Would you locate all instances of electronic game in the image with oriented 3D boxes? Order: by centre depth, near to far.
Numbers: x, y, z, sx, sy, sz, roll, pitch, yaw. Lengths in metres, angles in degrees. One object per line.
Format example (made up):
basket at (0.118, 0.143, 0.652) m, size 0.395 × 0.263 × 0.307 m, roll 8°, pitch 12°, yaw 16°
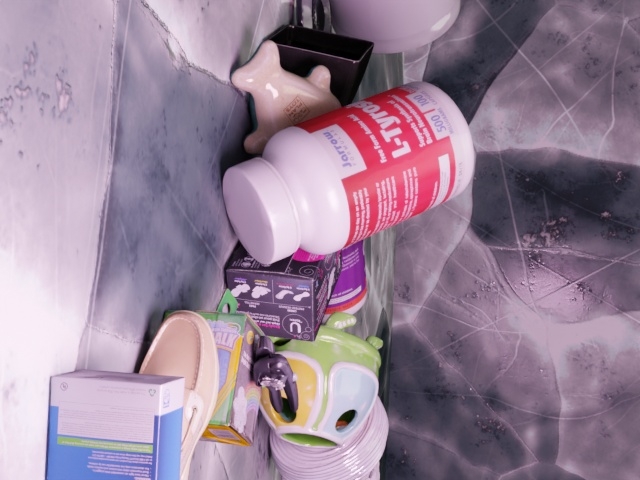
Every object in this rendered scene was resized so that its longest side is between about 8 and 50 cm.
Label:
electronic game at (-0.017, -0.500, 1.984) m, size 0.229 × 0.048 × 0.229 m, roll 1°, pitch 90°, yaw -76°

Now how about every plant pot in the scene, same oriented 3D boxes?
plant pot at (-0.009, -0.320, 1.790) m, size 0.187 × 0.188 × 0.167 m, roll -62°, pitch 163°, yaw -63°

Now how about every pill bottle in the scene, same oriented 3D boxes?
pill bottle at (0.047, -0.114, 1.546) m, size 0.407 × 0.229 × 0.229 m, roll -24°, pitch 127°, yaw -26°
pill bottle at (0.000, 0.000, 1.853) m, size 0.181 × 0.181 × 0.323 m, roll -69°, pitch 158°, yaw -55°

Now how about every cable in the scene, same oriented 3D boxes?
cable at (0.014, 0.397, 1.843) m, size 0.089 × 0.257 × 0.257 m, roll 66°, pitch 34°, yaw -37°

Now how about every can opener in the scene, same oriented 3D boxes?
can opener at (-0.058, 0.212, 1.323) m, size 0.186 × 0.059 × 0.073 m, roll 74°, pitch 22°, yaw -52°

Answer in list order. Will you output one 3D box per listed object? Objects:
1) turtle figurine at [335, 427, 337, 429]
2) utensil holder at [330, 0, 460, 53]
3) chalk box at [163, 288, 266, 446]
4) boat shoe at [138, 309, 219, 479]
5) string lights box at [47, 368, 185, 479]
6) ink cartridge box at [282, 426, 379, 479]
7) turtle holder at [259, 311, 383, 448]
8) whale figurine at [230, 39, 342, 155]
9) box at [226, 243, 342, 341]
turtle figurine at (0.004, 0.529, 2.182) m, size 0.269 × 0.087 × 0.217 m, roll -1°, pitch 98°, yaw -64°
utensil holder at (0.153, -0.695, 2.093) m, size 0.385 × 0.327 × 0.328 m, roll 73°, pitch 23°, yaw -49°
chalk box at (-0.160, 0.179, 1.308) m, size 0.132 × 0.132 × 0.213 m, roll 65°, pitch 29°, yaw -61°
boat shoe at (-0.209, 0.232, 1.163) m, size 0.098 × 0.109 × 0.302 m, roll 62°, pitch 38°, yaw -68°
string lights box at (-0.232, 0.282, 0.998) m, size 0.077 × 0.133 × 0.260 m, roll 7°, pitch 86°, yaw -78°
ink cartridge box at (0.029, 0.564, 2.064) m, size 0.237 × 0.100 × 0.172 m, roll -32°, pitch 128°, yaw -42°
turtle holder at (-0.015, 0.263, 1.696) m, size 0.320 × 0.243 × 0.227 m, roll 67°, pitch 29°, yaw -63°
whale figurine at (-0.075, -0.249, 1.632) m, size 0.216 × 0.141 × 0.272 m, roll -48°, pitch 134°, yaw -6°
box at (-0.061, 0.055, 1.639) m, size 0.247 × 0.163 × 0.142 m, roll -66°, pitch 159°, yaw -57°
